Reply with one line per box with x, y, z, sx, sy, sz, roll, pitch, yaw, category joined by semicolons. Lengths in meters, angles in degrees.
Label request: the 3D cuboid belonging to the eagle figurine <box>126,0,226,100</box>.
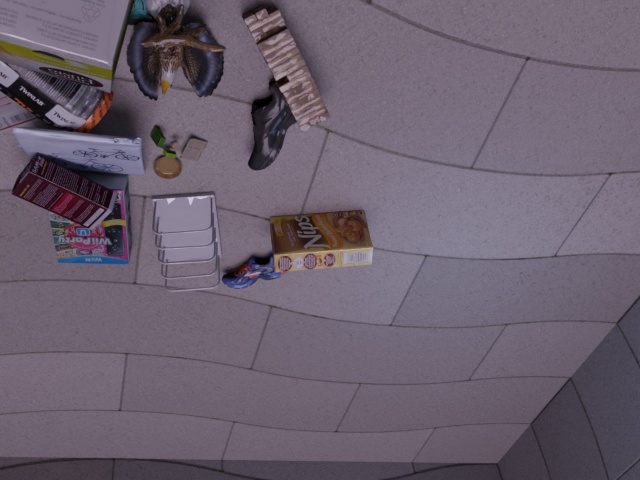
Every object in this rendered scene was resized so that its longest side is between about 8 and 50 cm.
-0.368;-0.463;1.673;0.226;0.298;0.225;43;84;-6;eagle figurine

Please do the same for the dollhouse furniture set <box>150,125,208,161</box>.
-0.412;-0.283;1.941;0.152;0.058;0.076;7;127;-42;dollhouse furniture set

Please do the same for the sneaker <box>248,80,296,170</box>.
-0.150;-0.330;1.900;0.130;0.109;0.286;22;117;-20;sneaker

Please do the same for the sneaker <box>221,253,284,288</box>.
-0.237;0.098;2.313;0.221;0.083;0.087;-17;121;-1;sneaker

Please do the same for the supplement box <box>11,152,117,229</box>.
-0.707;-0.131;1.854;0.239;0.073;0.130;29;137;-32;supplement box

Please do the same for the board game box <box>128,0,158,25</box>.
-0.454;-0.587;1.636;0.186;0.026;0.126;0;133;-10;board game box

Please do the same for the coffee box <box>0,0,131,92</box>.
-0.554;-0.530;1.365;0.338;0.334;0.338;14;88;-18;coffee box

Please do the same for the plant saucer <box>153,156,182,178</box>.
-0.456;-0.220;1.998;0.084;0.015;0.083;-5;134;-6;plant saucer

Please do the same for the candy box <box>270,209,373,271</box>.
0.000;0.000;2.174;0.317;0.182;0.087;-4;133;-6;candy box

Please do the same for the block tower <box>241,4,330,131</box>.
-0.082;-0.441;1.732;0.091;0.097;0.335;-28;117;3;block tower

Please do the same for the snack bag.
-0.640;-0.242;1.800;0.323;0.037;0.342;5;171;-12;snack bag

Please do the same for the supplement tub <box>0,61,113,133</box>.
-0.684;-0.411;1.649;0.194;0.193;0.316;-34;129;21;supplement tub

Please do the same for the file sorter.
-0.419;0.012;2.120;0.193;0.173;0.277;-4;135;-6;file sorter

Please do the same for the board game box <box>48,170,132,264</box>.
-0.700;-0.066;2.049;0.224;0.097;0.303;1;134;-10;board game box

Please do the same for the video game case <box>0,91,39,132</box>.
-0.894;-0.401;1.738;0.204;0.025;0.285;-16;134;6;video game case
